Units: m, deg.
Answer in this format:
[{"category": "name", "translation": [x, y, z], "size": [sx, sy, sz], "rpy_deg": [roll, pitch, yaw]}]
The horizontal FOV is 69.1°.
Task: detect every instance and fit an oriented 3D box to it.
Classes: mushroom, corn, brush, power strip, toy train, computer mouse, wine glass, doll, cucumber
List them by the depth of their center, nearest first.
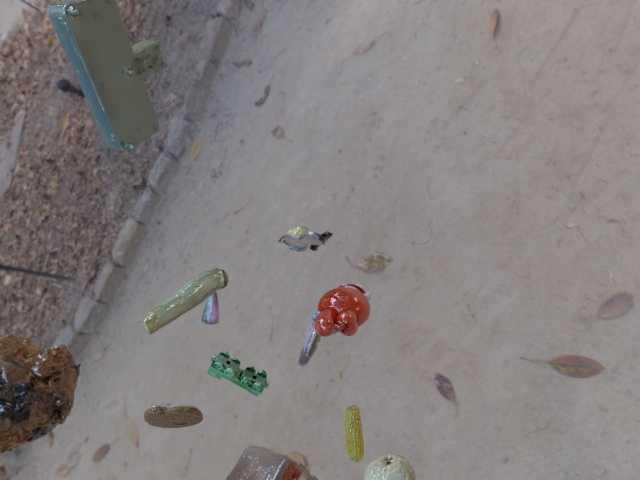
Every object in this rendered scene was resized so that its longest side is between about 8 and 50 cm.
[{"category": "power strip", "translation": [-0.297, -0.262, 0.712], "size": [0.061, 0.215, 0.145], "rpy_deg": [15, 46, 24]}, {"category": "brush", "translation": [-0.044, -0.015, 1.242], "size": [0.067, 0.072, 0.313], "rpy_deg": [-63, 14, -11]}, {"category": "doll", "translation": [0.068, 0.203, 1.374], "size": [0.161, 0.290, 0.129], "rpy_deg": [3, 108, 15]}, {"category": "mushroom", "translation": [-0.434, 0.187, 1.494], "size": [0.107, 0.333, 0.087], "rpy_deg": [-27, 98, 48]}, {"category": "cucumber", "translation": [-0.001, -0.002, 1.634], "size": [0.135, 0.033, 0.034], "rpy_deg": [-46, 56, 47]}, {"category": "corn", "translation": [0.124, 0.710, 1.703], "size": [0.067, 0.067, 0.206], "rpy_deg": [-4, 90, 38]}, {"category": "computer mouse", "translation": [-0.028, 0.362, 1.765], "size": [0.056, 0.245, 0.125], "rpy_deg": [17, 93, -3]}, {"category": "toy train", "translation": [-0.325, 0.531, 1.830], "size": [0.119, 0.251, 0.085], "rpy_deg": [-56, 5, 38]}, {"category": "wine glass", "translation": [-0.436, 0.255, 1.867], "size": [0.073, 0.073, 0.155], "rpy_deg": [25, 111, 41]}]

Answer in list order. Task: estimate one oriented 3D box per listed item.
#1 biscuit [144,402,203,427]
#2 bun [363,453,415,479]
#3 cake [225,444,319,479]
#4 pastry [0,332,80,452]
[{"category": "biscuit", "translation": [-0.546, 0.652, 1.737], "size": [0.181, 0.208, 0.049], "rpy_deg": [102, 164, -51]}, {"category": "bun", "translation": [0.140, 0.487, 0.957], "size": [0.115, 0.115, 0.069], "rpy_deg": [-9, 100, 37]}, {"category": "cake", "translation": [-0.186, 0.890, 1.590], "size": [0.230, 0.237, 0.308], "rpy_deg": [-9, 36, 40]}, {"category": "pastry", "translation": [-0.898, 0.432, 1.301], "size": [0.292, 0.405, 0.337], "rpy_deg": [-27, 50, 38]}]
